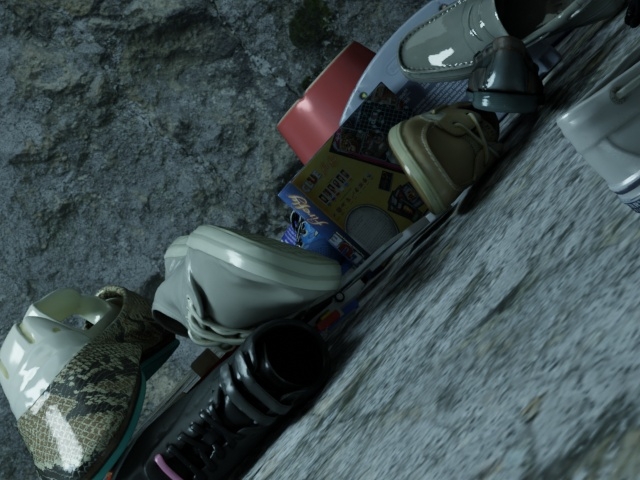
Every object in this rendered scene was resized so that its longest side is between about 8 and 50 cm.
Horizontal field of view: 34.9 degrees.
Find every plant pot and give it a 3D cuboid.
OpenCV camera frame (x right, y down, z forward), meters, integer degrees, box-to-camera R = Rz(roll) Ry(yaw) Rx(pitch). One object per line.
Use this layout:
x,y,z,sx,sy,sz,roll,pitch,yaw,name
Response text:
0.079,-0.177,1.680,0.275,0.243,0.275,-47,4,5,plant pot

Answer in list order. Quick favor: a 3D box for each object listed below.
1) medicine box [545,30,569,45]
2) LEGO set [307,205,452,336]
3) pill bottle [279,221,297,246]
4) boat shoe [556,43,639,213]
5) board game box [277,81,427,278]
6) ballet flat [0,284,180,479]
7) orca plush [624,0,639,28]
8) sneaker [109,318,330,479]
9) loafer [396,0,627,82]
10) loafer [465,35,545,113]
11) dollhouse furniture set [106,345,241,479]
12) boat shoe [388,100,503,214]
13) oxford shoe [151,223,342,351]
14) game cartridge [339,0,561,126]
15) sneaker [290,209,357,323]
0.348,-0.407,1.727,0.289,0.149,0.263,-50,4,-35,medicine box
0.049,0.064,1.193,0.244,0.060,0.182,-44,-7,34,LEGO set
0.016,-0.022,1.551,0.187,0.112,0.112,-58,1,11,pill bottle
0.237,-0.137,0.572,0.267,0.088,0.096,-48,3,-3,boat shoe
0.074,-0.086,1.372,0.243,0.165,0.042,-49,4,-36,board game box
-0.288,0.147,1.216,0.164,0.182,0.483,-47,6,7,ballet flat
0.322,-0.281,1.073,0.287,0.151,0.102,-62,-16,-66,orca plush
-0.102,0.181,1.014,0.296,0.104,0.147,-45,-4,-31,sneaker
0.233,-0.290,1.314,0.319,0.112,0.111,-21,-11,28,loafer
0.223,-0.201,1.203,0.267,0.096,0.084,-59,-27,-76,loafer
-0.189,0.226,1.337,0.259,0.135,0.262,-46,4,21,dollhouse furniture set
0.155,-0.111,1.179,0.098,0.109,0.302,-30,4,19,boat shoe
-0.096,0.062,1.149,0.449,0.169,0.130,-12,58,70,oxford shoe
0.172,-0.225,1.462,0.294,0.196,0.060,-45,5,25,game cartridge
0.000,0.000,1.398,0.330,0.147,0.130,-49,-2,-36,sneaker
